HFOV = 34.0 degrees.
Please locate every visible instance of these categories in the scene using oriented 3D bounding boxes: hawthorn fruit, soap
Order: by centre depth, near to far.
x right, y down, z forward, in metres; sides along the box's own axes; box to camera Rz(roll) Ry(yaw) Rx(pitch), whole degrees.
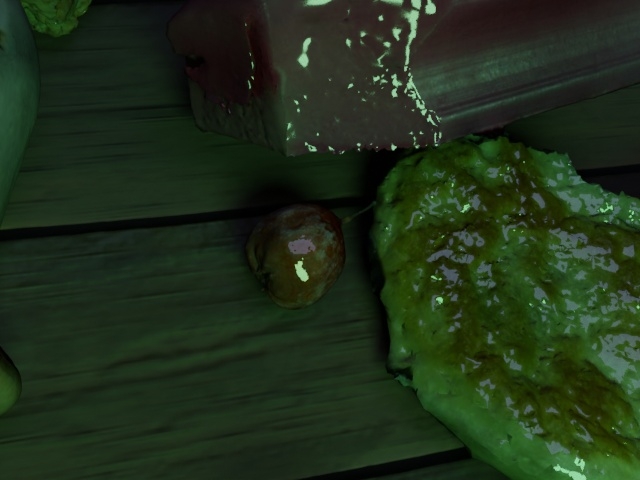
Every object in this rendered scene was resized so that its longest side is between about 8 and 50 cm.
[{"bbox_3d":[0.000,0.000,0.699,0.103,0.067,0.067,-34,74,-14],"label":"hawthorn fruit"},{"bbox_3d":[0.063,-0.147,0.725,0.324,0.127,0.220,-16,21,-28],"label":"soap"}]

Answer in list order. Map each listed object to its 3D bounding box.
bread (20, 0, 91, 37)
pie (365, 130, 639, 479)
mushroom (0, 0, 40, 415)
[{"bbox_3d":[-0.212,-0.258,0.755,0.138,0.102,0.196,15,68,2],"label":"bread"},{"bbox_3d":[0.207,0.052,0.733,0.371,0.078,0.297,17,56,-5],"label":"pie"},{"bbox_3d":[-0.244,-0.047,0.620,0.159,0.122,0.329,11,58,-35],"label":"mushroom"}]
